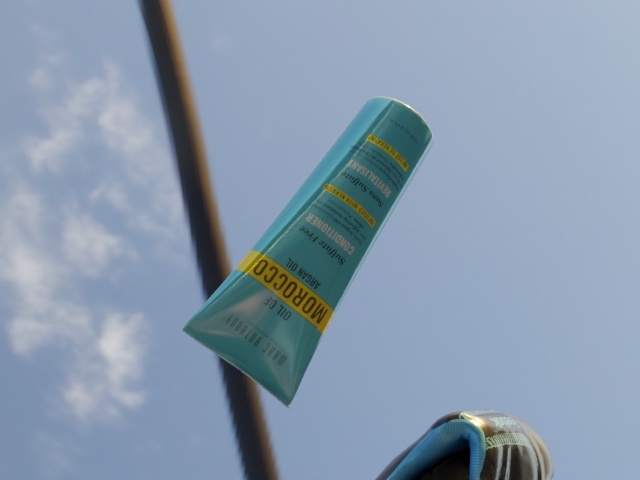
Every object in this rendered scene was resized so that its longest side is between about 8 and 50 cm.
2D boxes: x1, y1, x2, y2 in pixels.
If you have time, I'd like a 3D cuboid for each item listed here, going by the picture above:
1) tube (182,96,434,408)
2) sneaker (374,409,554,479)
[{"bbox_3d":[0.000,0.000,0.912,0.080,0.052,0.207,36,-115,-5],"label":"tube"},{"bbox_3d":[0.023,0.252,1.018,0.341,0.125,0.140,-55,-24,0],"label":"sneaker"}]
